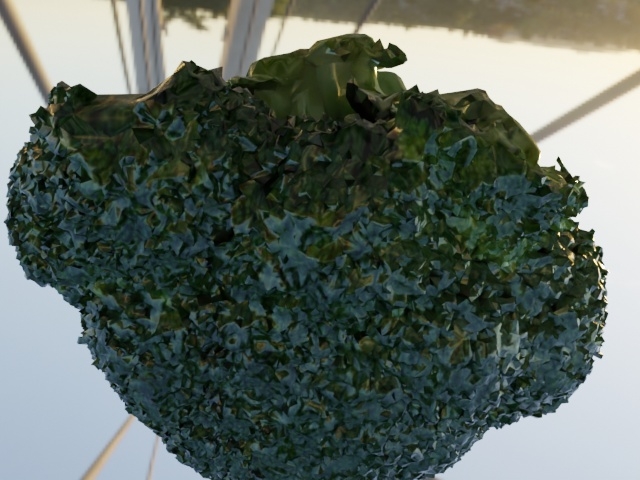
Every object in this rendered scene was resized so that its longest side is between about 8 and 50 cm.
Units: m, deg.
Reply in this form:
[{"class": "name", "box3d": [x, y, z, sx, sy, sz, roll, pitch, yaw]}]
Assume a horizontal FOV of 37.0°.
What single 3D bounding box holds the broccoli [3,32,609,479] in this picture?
[{"class": "broccoli", "box3d": [0.000, 0.000, 0.464, 0.294, 0.265, 0.245, 5, -128, -21]}]
